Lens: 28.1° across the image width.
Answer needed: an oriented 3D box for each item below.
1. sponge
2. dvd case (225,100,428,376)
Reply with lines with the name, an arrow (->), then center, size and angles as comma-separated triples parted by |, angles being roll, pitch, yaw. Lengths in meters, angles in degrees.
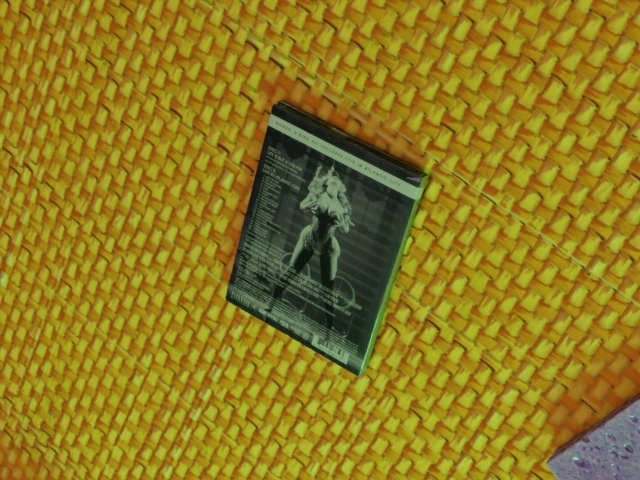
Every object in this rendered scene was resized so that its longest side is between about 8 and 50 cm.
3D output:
sponge -> 0.300, 0.178, 1.075 | 0.117, 0.031, 0.210 | 50, 126, 6
dvd case -> 0.000, 0.000, 1.205 | 0.164, 0.018, 0.221 | 28, 122, 22
